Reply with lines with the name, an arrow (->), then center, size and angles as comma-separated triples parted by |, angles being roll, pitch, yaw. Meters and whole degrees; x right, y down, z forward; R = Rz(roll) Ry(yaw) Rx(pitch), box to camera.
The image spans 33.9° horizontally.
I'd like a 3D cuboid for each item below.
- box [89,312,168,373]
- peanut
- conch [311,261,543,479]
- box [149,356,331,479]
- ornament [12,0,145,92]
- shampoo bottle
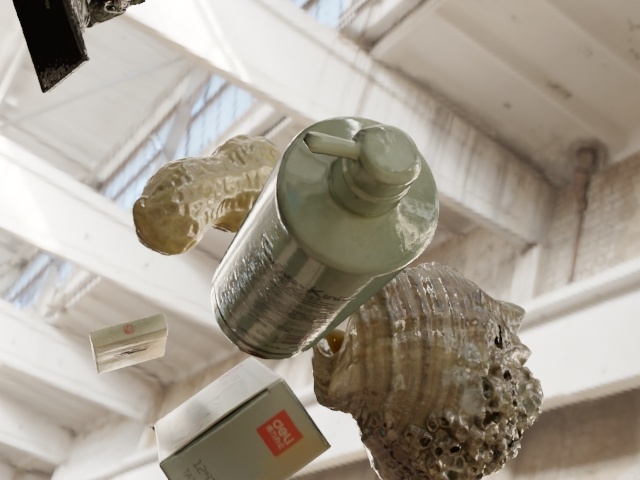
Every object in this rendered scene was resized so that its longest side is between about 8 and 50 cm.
box -> -0.234, 0.127, 1.285 | 0.090, 0.024, 0.167 | -14, -14, -14
peanut -> -0.154, -0.062, 1.484 | 0.120, 0.298, 0.136 | -37, -96, 41
conch -> 0.087, 0.113, 0.844 | 0.245, 0.178, 0.163 | 35, -26, -34
box -> -0.086, 0.186, 1.002 | 0.079, 0.135, 0.269 | 56, -9, -4
ornament -> -0.229, -0.281, 1.195 | 0.166, 0.196, 0.153 | -10, -79, 59
shampoo bottle -> 0.000, 0.000, 0.576 | 0.085, 0.085, 0.262 | 21, -21, -8
